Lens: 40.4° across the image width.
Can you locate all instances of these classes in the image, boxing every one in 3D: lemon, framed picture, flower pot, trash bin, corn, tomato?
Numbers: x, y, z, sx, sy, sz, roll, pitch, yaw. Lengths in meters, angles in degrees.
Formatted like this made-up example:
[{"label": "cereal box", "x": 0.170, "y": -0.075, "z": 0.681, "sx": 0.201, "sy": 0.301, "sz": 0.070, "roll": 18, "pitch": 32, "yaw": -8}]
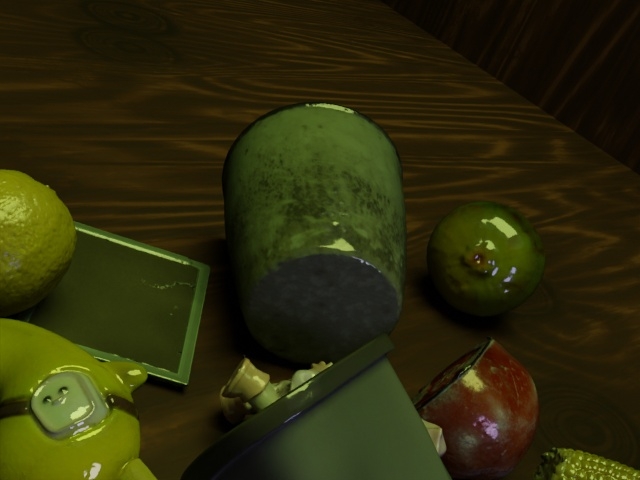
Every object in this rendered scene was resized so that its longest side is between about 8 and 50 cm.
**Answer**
[{"label": "lemon", "x": -0.397, "y": 0.007, "z": 1.058, "sx": 0.178, "sy": 0.178, "sz": 0.203, "roll": 34, "pitch": 63, "yaw": 16}, {"label": "framed picture", "x": -0.275, "y": 0.080, "z": 1.198, "sx": 0.231, "sy": 0.018, "sz": 0.293, "roll": 19, "pitch": 28, "yaw": -11}, {"label": "flower pot", "x": 0.000, "y": 0.000, "z": 1.291, "sx": 0.294, "sy": 0.293, "sz": 0.330, "roll": 16, "pitch": 35, "yaw": -17}, {"label": "trash bin", "x": 0.026, "y": 0.261, "z": 0.850, "sx": 0.220, "sy": 0.219, "sz": 0.250, "roll": -26, "pitch": 80, "yaw": -45}, {"label": "corn", "x": 0.443, "y": 0.381, "z": 1.136, "sx": 0.345, "sy": 0.131, "sz": 0.131, "roll": 27, "pitch": 27, "yaw": 5}, {"label": "tomato", "x": 0.210, "y": 0.242, "z": 1.175, "sx": 0.155, "sy": 0.180, "sz": 0.214, "roll": 47, "pitch": 33, "yaw": 10}]

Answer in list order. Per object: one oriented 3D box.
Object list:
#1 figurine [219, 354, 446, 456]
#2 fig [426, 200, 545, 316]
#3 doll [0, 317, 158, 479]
[{"label": "figurine", "x": 0.011, "y": 0.224, "z": 1.053, "sx": 0.276, "sy": 0.133, "sz": 0.200, "roll": 22, "pitch": 31, "yaw": -3}, {"label": "fig", "x": 0.304, "y": 0.029, "z": 1.561, "sx": 0.207, "sy": 0.207, "sz": 0.230, "roll": 40, "pitch": 27, "yaw": 28}, {"label": "doll", "x": -0.277, "y": 0.175, "z": 0.882, "sx": 0.199, "sy": 0.145, "sz": 0.363, "roll": -41, "pitch": 59, "yaw": -19}]
